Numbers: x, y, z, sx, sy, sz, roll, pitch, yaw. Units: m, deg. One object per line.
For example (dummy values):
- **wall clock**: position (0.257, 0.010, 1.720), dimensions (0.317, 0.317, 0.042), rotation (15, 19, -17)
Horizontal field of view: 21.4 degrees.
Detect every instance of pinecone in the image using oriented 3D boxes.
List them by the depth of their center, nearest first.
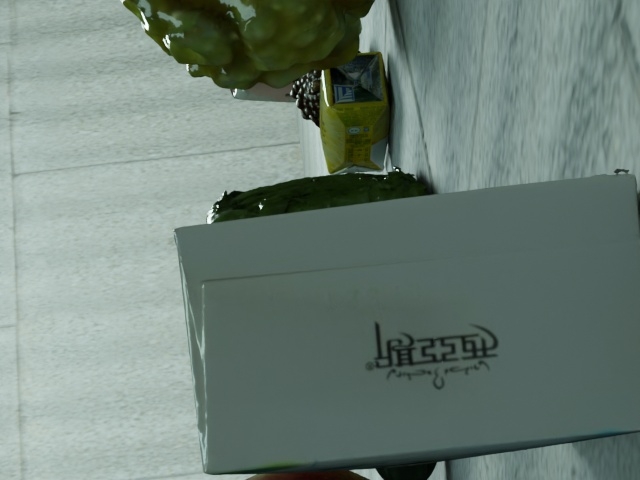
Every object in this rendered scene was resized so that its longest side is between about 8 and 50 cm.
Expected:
- **pinecone**: position (0.016, -0.183, 1.901), dimensions (0.109, 0.102, 0.102), rotation (-83, -9, -53)

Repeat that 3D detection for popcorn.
- **popcorn**: position (-0.081, -0.300, 1.642), dimensions (0.274, 0.279, 0.335), rotation (25, -144, -46)

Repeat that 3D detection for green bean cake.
- **green bean cake**: position (0.000, 0.000, 1.530), dimensions (0.214, 0.200, 0.113), rotation (-126, 29, -83)

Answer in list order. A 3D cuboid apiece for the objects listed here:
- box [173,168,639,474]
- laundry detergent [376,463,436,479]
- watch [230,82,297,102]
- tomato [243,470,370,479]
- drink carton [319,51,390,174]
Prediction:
- **box**: position (0.039, 0.053, 0.840), dimensions (0.274, 0.203, 0.116), rotation (108, 155, -82)
- **laundry detergent**: position (0.078, 0.159, 1.628), dimensions (0.222, 0.078, 0.144), rotation (83, 180, -45)
- **watch**: position (-0.043, -0.306, 2.266), dimensions (0.253, 0.161, 0.241), rotation (-124, 35, -82)
- **tomato**: position (-0.010, 0.362, 1.653), dimensions (0.239, 0.303, 0.303), rotation (-53, -42, -73)
- **drink carton**: position (0.036, -0.122, 1.804), dimensions (0.200, 0.074, 0.084), rotation (92, 171, -64)
